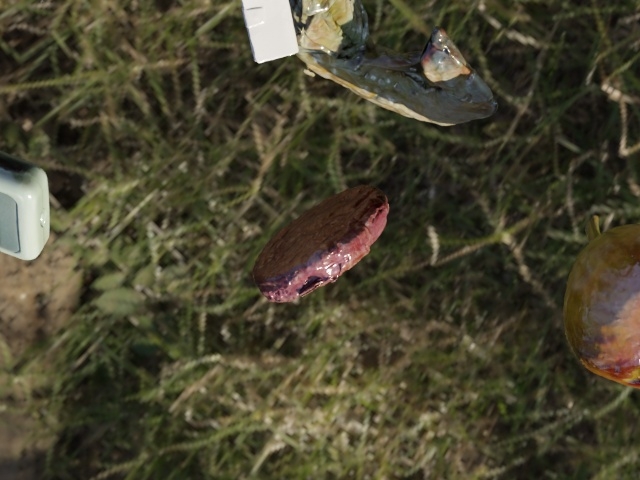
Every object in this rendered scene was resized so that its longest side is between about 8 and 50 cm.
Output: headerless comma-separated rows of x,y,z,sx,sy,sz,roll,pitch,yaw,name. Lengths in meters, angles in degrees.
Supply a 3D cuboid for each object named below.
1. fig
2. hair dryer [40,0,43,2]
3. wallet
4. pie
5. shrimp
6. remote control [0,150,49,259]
0.309,0.038,1.271,0.159,0.257,0.159,-2,118,-3,fig
-0.467,-0.525,1.866,0.229,0.092,0.267,24,90,-4,hair dryer
-0.047,-0.203,1.107,0.011,0.044,0.083,-139,35,-66,wallet
0.000,0.000,1.390,0.182,0.182,0.050,-22,110,39,pie
0.063,-0.200,1.287,0.246,0.085,0.360,23,172,23,shrimp
-0.429,-0.075,1.314,0.296,0.056,0.140,20,142,3,remote control
